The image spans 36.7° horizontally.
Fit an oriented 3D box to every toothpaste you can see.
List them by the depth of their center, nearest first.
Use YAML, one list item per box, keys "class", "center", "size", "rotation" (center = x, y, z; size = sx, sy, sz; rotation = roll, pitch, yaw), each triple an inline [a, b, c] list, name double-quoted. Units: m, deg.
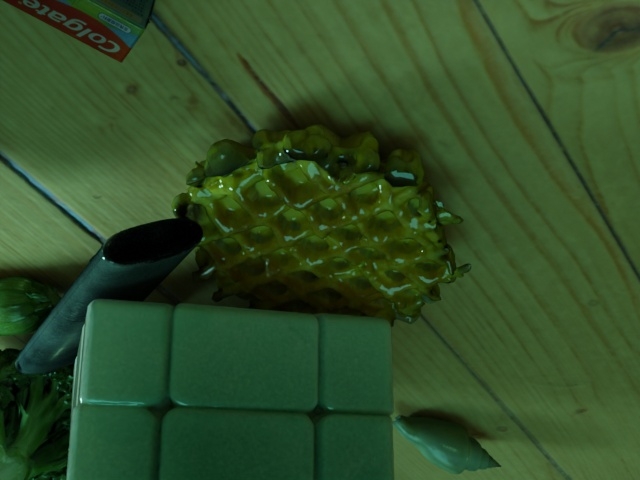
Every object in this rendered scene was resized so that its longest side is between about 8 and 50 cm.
- class: "toothpaste"
  center: [-0.234, -0.209, 0.768]
  size: [0.193, 0.044, 0.070]
  rotation: [26, 140, -23]

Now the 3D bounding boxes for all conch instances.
- class: "conch"
  center: [0.171, 0.275, 1.319]
  size: [0.180, 0.088, 0.065]
  rotation: [27, 95, -15]

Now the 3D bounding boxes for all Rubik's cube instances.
- class: "Rubik's cube"
  center: [-0.113, 0.259, 1.039]
  size: [0.321, 0.316, 0.319]
  rotation: [4, 160, -16]

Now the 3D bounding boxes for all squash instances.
- class: "squash"
  center: [-0.408, 0.079, 1.141]
  size: [0.219, 0.068, 0.077]
  rotation: [-4, 125, 14]

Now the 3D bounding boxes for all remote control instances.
- class: "remote control"
  center: [-0.242, 0.070, 1.049]
  size: [0.107, 0.044, 0.377]
  rotation: [-22, 169, -35]

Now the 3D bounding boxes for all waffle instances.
- class: "waffle"
  center: [0.000, -0.007, 0.973]
  size: [0.329, 0.062, 0.329]
  rotation: [6, 142, 4]

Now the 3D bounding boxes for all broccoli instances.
- class: "broccoli"
  center: [-0.407, 0.249, 1.241]
  size: [0.261, 0.241, 0.269]
  rotation: [36, 93, -24]
